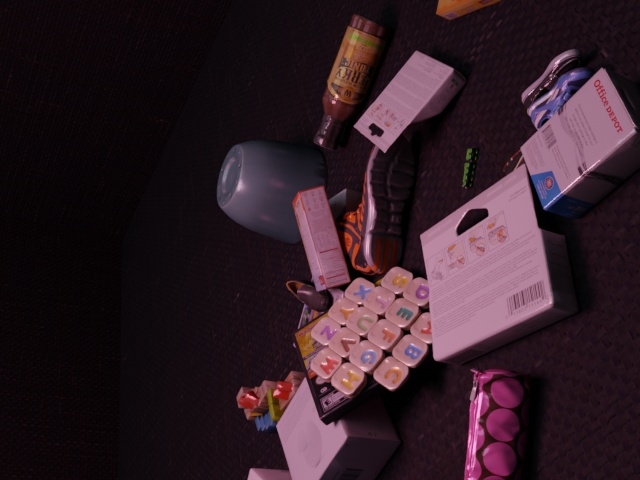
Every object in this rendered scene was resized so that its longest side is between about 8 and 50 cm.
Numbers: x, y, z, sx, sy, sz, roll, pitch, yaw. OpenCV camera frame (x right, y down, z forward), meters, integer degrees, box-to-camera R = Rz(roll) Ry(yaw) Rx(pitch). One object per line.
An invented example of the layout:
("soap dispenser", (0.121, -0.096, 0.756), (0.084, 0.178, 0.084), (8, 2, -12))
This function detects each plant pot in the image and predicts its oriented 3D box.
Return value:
("plant pot", (-0.153, -0.155, 2.067), (0.293, 0.235, 0.293), (-36, 47, 51))

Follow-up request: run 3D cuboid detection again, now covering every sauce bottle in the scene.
("sauce bottle", (0.073, -0.405, 1.889), (0.111, 0.111, 0.344), (49, 123, 59))

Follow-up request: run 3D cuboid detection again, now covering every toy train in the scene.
("toy train", (0.293, -0.143, 1.439), (0.023, 0.017, 0.083), (178, 104, -72))

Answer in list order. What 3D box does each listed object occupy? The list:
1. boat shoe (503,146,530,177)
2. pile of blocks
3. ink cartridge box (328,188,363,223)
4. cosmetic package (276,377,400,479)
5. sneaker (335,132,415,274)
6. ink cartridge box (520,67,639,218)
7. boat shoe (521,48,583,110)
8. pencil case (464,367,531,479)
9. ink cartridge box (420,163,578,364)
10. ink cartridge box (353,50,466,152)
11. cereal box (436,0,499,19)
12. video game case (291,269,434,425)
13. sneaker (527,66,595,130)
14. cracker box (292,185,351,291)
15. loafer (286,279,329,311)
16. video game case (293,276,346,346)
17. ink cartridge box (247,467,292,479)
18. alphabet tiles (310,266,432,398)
("boat shoe", (0.360, -0.150, 1.266), (0.133, 0.049, 0.042), (117, 148, -47))
("pile of blocks", (-0.139, 0.436, 1.896), (0.362, 0.112, 0.149), (-34, 48, 54))
("ink cartridge box", (0.041, -0.047, 1.831), (0.181, 0.061, 0.104), (-31, 51, 55))
("cosmetic package", (0.031, 0.411, 1.551), (0.224, 0.138, 0.225), (-61, 32, 27))
("sneaker", (0.108, -0.084, 1.650), (0.180, 0.124, 0.321), (-1, 77, 62))
("ink cartridge box", (0.416, -0.147, 1.128), (0.191, 0.082, 0.140), (-48, 38, 41))
("boat shoe", (0.403, -0.271, 1.258), (0.142, 0.049, 0.040), (130, 138, -52))
("pencil case", (0.277, 0.311, 1.166), (0.095, 0.098, 0.209), (-15, 66, 60))
("ink cartridge box", (0.299, 0.051, 1.280), (0.296, 0.066, 0.261), (-39, 44, 50))
("ink cartridge box", (0.192, -0.298, 1.597), (0.225, 0.056, 0.181), (-52, 32, 10))
("cereal box", (0.333, -0.606, 1.543), (0.173, 0.047, 0.240), (1, 79, 63))
("video game case", (0.087, 0.210, 1.493), (0.275, 0.035, 0.248), (-33, 39, 7))
("sneaker", (0.409, -0.232, 1.220), (0.144, 0.053, 0.059), (129, 143, -53))
("cracker box", (0.000, 0.000, 1.714), (0.156, 0.067, 0.232), (145, 110, -80))
("loafer", (-0.032, 0.138, 1.832), (0.170, 0.061, 0.062), (19, 95, 63))
("video game case", (0.000, 0.203, 1.838), (0.183, 0.023, 0.201), (26, 102, 63))
("ink cartridge box", (-0.088, 0.672, 1.679), (0.278, 0.117, 0.201), (11, 88, 64))
("alphabet tiles", (0.108, 0.178, 1.463), (0.284, 0.021, 0.278), (-48, 40, -12))
